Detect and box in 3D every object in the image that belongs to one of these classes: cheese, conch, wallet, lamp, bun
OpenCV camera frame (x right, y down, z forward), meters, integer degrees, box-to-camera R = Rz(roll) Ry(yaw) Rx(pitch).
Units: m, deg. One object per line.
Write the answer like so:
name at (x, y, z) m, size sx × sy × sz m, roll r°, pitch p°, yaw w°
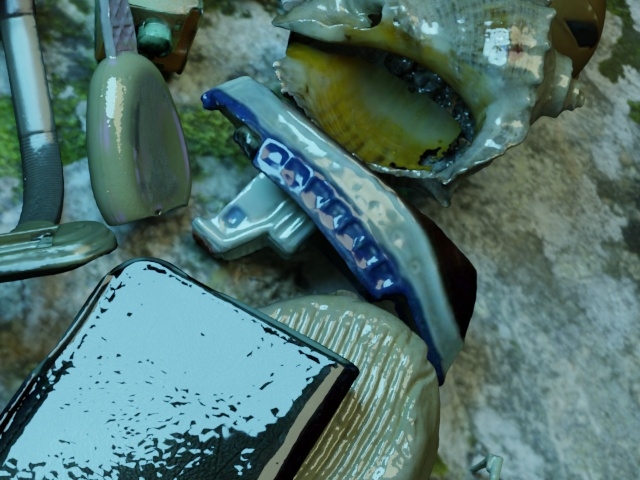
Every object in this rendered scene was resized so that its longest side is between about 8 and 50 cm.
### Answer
cheese at (-0.133, -0.108, 0.977) m, size 0.097 × 0.037 × 0.192 m, roll -26°, pitch 109°, yaw -62°
conch at (0.075, -0.119, 1.086) m, size 0.245 × 0.163 × 0.178 m, roll 17°, pitch 43°, yaw 2°
wallet at (-0.127, 0.165, 0.820) m, size 0.172 × 0.045 × 0.318 m, roll 28°, pitch 69°, yaw 8°
lamp at (-0.252, -0.077, 0.939) m, size 0.203 × 0.124 × 0.283 m, roll -10°, pitch 68°, yaw -9°
bun at (-0.003, 0.124, 0.924) m, size 0.173 × 0.113 × 0.167 m, roll -28°, pitch 70°, yaw -13°

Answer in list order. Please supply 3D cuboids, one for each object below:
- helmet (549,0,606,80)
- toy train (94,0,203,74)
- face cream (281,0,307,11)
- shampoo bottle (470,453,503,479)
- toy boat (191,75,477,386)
helmet at (0.158, -0.224, 1.212) m, size 0.224 × 0.130 × 0.198 m, roll 24°, pitch 56°, yaw -14°
toy train at (-0.131, -0.208, 1.070) m, size 0.072 × 0.099 × 0.188 m, roll 8°, pitch 59°, yaw -20°
face cream at (-0.030, -0.239, 1.189) m, size 0.038 × 0.020 × 0.115 m, roll 1°, pitch 60°, yaw -26°
shampoo bottle at (0.102, 0.226, 0.954) m, size 0.056 × 0.056 × 0.195 m, roll 25°, pitch 54°, yaw -12°
toy boat at (0.000, 0.000, 1.014) m, size 0.262 × 0.114 × 0.115 m, roll 40°, pitch 86°, yaw 2°
